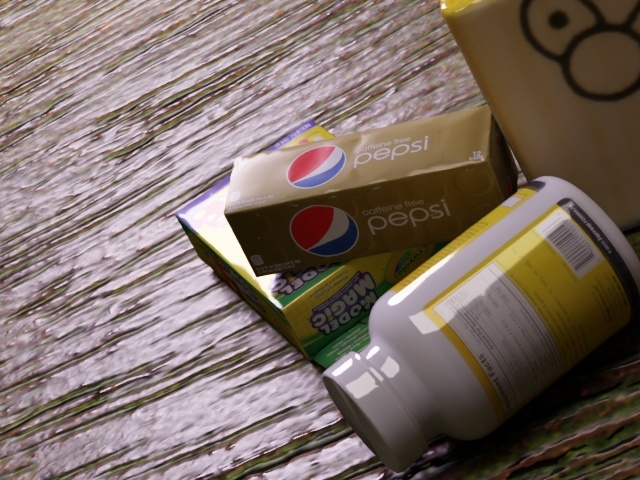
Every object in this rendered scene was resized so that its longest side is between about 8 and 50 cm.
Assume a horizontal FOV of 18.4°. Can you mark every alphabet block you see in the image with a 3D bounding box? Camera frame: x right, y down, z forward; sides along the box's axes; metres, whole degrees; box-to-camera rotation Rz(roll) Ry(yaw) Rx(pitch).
[{"bbox_3d":[0.197,-0.146,1.276,0.192,0.197,0.193,-21,32,14],"label":"alphabet block"}]

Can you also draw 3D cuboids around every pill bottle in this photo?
[{"bbox_3d":[0.095,0.052,1.167,0.184,0.103,0.103,-37,32,-11],"label":"pill bottle"}]

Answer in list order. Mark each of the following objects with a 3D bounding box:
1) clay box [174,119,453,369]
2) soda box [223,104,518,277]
[{"bbox_3d":[0.000,0.000,1.368,0.127,0.053,0.222,-35,31,-11],"label":"clay box"},{"bbox_3d":[0.034,-0.031,1.279,0.181,0.061,0.058,-12,40,18],"label":"soda box"}]
